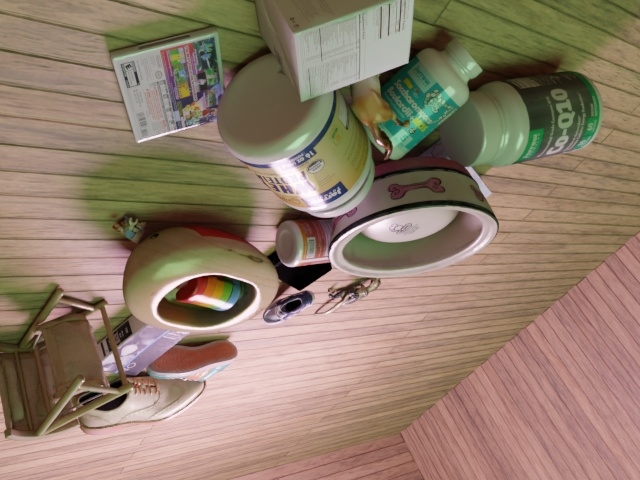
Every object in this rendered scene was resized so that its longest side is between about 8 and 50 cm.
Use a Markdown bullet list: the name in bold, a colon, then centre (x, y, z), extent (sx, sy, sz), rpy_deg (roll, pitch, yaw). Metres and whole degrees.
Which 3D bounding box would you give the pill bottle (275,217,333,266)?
- **pill bottle**: centre (0.000, 0.000, 1.667), extent (0.216, 0.121, 0.121), rpy_deg (-5, 143, -35)

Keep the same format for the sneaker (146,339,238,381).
- **sneaker**: centre (-0.400, 0.387, 1.937), extent (0.302, 0.108, 0.121), rpy_deg (0, 136, -41)

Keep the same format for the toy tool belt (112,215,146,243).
- **toy tool belt**: centre (-0.410, -0.032, 1.367), extent (0.051, 0.052, 0.083), rpy_deg (-58, 155, -11)

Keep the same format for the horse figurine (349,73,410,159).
- **horse figurine**: centre (0.093, -0.289, 1.214), extent (0.066, 0.263, 0.174), rpy_deg (-18, 178, 33)

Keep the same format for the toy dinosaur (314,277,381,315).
- **toy dinosaur**: centre (0.086, 0.183, 2.078), extent (0.268, 0.064, 0.118), rpy_deg (-28, 157, 6)

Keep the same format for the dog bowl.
- **dog bowl**: centre (0.210, -0.053, 1.530), extent (0.407, 0.151, 0.408), rpy_deg (-6, 157, -3)

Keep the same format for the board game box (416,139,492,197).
- **board game box**: centre (0.295, -0.116, 1.788), extent (0.318, 0.066, 0.318), rpy_deg (-37, 148, 14)

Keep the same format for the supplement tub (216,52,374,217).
- **supplement tub**: centre (-0.032, -0.193, 1.244), extent (0.228, 0.228, 0.316), rpy_deg (-33, 149, 9)

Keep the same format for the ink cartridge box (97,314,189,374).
- **ink cartridge box**: centre (-0.462, 0.251, 1.729), extent (0.332, 0.065, 0.165), rpy_deg (-40, 147, 17)

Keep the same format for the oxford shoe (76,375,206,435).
- **oxford shoe**: centre (-0.541, 0.479, 1.937), extent (0.396, 0.140, 0.147), rpy_deg (-16, 142, -22)

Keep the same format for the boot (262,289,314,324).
- **boot**: centre (-0.112, 0.204, 1.897), extent (0.190, 0.069, 0.086), rpy_deg (-31, 173, 23)

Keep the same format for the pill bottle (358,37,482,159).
- **pill bottle**: centre (0.213, -0.306, 1.355), extent (0.264, 0.146, 0.146), rpy_deg (-41, 147, 19)

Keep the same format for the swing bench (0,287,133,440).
- **swing bench**: centre (-0.612, 0.294, 1.479), extent (0.254, 0.253, 0.165), rpy_deg (-36, 149, 14)

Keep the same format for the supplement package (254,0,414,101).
- **supplement package**: centre (0.017, -0.373, 1.046), extent (0.203, 0.194, 0.149), rpy_deg (-22, 150, -10)

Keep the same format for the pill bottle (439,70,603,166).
- **pill bottle**: centre (0.483, -0.291, 1.540), extent (0.360, 0.204, 0.204), rpy_deg (-14, 147, -23)

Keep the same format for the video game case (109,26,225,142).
- **video game case**: centre (-0.263, -0.275, 1.137), extent (0.183, 0.023, 0.201), rpy_deg (-19, 148, -15)

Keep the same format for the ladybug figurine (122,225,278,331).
- **ladybug figurine**: centre (-0.284, 0.087, 1.526), extent (0.305, 0.162, 0.449), rpy_deg (-38, 148, 15)

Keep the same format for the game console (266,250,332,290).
- **game console**: centre (-0.151, 0.134, 1.824), extent (0.361, 0.044, 0.213), rpy_deg (-35, 149, 11)
